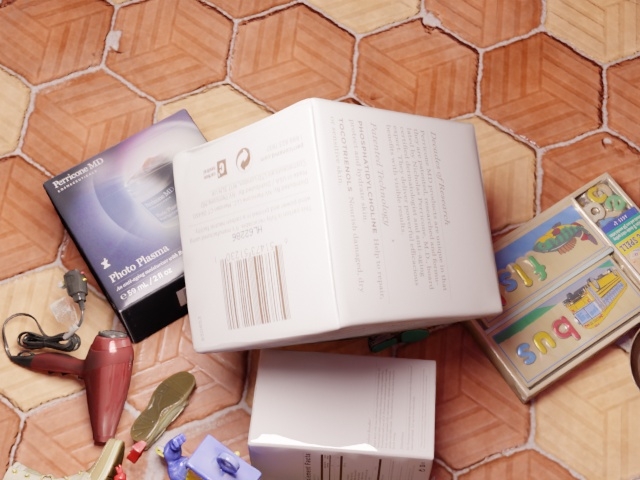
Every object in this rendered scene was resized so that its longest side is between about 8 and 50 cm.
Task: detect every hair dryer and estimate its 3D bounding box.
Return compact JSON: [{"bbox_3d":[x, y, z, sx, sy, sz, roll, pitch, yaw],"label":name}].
[{"bbox_3d":[-0.421,0.216,1.788,0.223,0.080,0.293,-38,73,26],"label":"hair dryer"}]

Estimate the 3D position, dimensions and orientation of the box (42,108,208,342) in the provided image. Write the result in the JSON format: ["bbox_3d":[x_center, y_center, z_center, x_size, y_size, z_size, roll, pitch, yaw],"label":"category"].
[{"bbox_3d":[-0.292,-0.029,1.844,0.296,0.183,0.294,-31,69,-14],"label":"box"}]

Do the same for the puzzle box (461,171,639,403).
[{"bbox_3d":[0.453,0.081,1.878,0.409,0.052,0.272,-32,71,-14],"label":"puzzle box"}]

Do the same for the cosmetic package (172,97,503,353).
[{"bbox_3d":[0.028,-0.008,1.619,0.393,0.329,0.327,1,78,-47],"label":"cosmetic package"}]

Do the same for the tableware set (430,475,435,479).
[{"bbox_3d":[0.113,0.413,1.744,0.154,0.024,0.104,26,69,9],"label":"tableware set"}]

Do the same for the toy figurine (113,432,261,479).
[{"bbox_3d":[-0.160,0.421,1.601,0.362,0.217,0.191,36,45,7],"label":"toy figurine"}]

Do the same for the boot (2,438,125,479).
[{"bbox_3d":[-0.439,0.403,1.710,0.165,0.077,0.213,25,74,11],"label":"boot"}]

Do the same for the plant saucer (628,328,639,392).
[{"bbox_3d":[0.646,0.228,1.826,0.198,0.036,0.199,0,66,-1],"label":"plant saucer"}]

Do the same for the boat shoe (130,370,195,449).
[{"bbox_3d":[-0.272,0.296,1.782,0.056,0.048,0.153,23,61,22],"label":"boat shoe"}]

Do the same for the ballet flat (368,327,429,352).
[{"bbox_3d":[0.139,0.168,1.843,0.114,0.041,0.041,-16,68,-8],"label":"ballet flat"}]

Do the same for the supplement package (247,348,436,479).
[{"bbox_3d":[0.038,0.303,1.691,0.293,0.175,0.177,5,56,3],"label":"supplement package"}]
